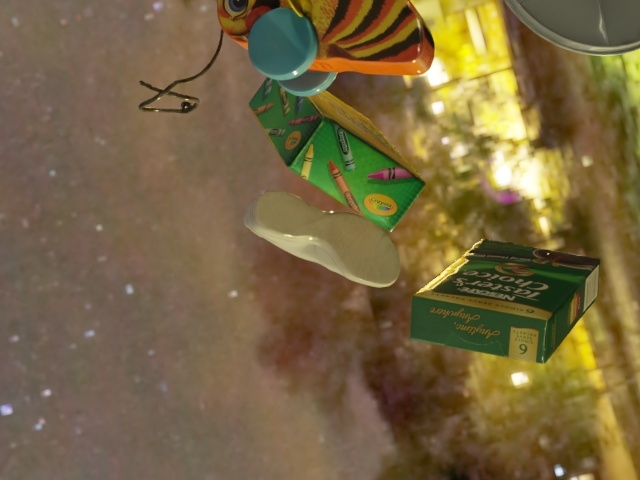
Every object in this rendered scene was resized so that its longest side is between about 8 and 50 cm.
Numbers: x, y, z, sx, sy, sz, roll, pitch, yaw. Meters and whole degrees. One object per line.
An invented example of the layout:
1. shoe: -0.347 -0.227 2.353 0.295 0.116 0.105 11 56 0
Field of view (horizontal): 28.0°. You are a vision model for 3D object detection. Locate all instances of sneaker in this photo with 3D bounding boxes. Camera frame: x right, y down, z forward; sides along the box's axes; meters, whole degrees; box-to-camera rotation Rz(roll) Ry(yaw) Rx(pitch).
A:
1. sneaker: 0.000 0.000 1.641 0.094 0.212 0.080 -30 36 65

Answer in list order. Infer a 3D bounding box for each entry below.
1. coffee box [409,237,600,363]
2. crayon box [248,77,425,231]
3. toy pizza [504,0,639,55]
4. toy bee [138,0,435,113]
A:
1. coffee box: 0.155 0.046 1.049 0.184 0.113 0.040 -29 -54 -60
2. crayon box: 0.015 -0.128 1.667 0.165 0.081 0.278 31 -169 -23
3. toy pizza: 0.256 -0.266 1.236 0.032 0.201 0.201 121 137 -70
4. toy bee: -0.040 -0.230 1.281 0.195 0.298 0.162 121 145 -82
